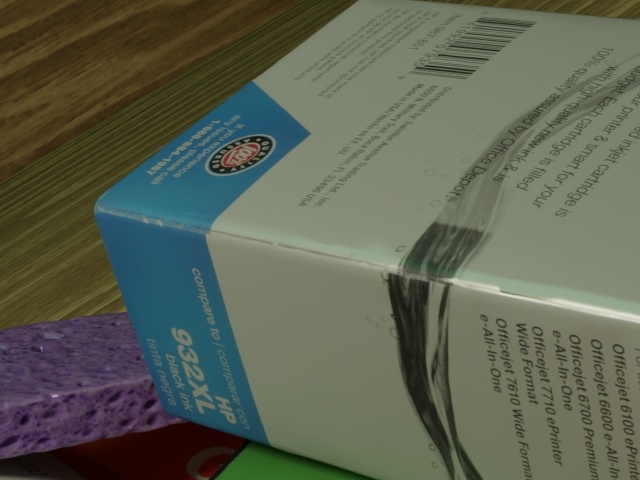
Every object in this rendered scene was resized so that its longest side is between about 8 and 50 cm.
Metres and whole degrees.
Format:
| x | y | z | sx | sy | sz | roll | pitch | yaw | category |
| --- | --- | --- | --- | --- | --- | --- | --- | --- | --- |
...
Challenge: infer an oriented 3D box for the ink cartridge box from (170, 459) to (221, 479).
| x | y | z | sx | sy | sz | roll | pitch | yaw | category |
| --- | --- | --- | --- | --- | --- | --- | --- | --- | --- |
| -0.089 | 0.133 | 0.893 | 0.189 | 0.066 | 0.232 | -9 | 28 | 51 | ink cartridge box |

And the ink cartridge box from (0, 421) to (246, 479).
| x | y | z | sx | sy | sz | roll | pitch | yaw | category |
| --- | --- | --- | --- | --- | --- | --- | --- | --- | --- |
| -0.113 | 0.135 | 0.690 | 0.385 | 0.091 | 0.308 | -32 | 28 | -27 | ink cartridge box |

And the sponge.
| x | y | z | sx | sy | sz | roll | pitch | yaw | category |
| --- | --- | --- | --- | --- | --- | --- | --- | --- | --- |
| -0.124 | 0.070 | 0.781 | 0.210 | 0.031 | 0.117 | -9 | 17 | -21 | sponge |

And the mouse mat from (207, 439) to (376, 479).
| x | y | z | sx | sy | sz | roll | pitch | yaw | category |
| --- | --- | --- | --- | --- | --- | --- | --- | --- | --- |
| 0.039 | 0.112 | 0.647 | 0.190 | 0.007 | 0.152 | 3 | 17 | 19 | mouse mat |

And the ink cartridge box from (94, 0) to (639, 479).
| x | y | z | sx | sy | sz | roll | pitch | yaw | category |
| --- | --- | --- | --- | --- | --- | --- | --- | --- | --- |
| 0.095 | 0.002 | 0.665 | 0.307 | 0.129 | 0.223 | 12 | 38 | 36 | ink cartridge box |
